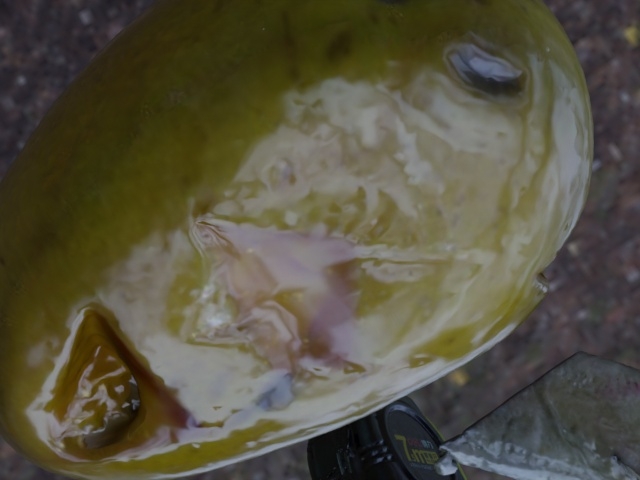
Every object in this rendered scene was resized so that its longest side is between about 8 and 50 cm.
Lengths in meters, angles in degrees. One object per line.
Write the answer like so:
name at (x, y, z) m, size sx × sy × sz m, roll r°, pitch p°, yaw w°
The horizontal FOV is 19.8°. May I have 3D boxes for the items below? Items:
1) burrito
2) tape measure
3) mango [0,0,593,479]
burrito at (0.291, 0.191, 1.754) m, size 0.347 × 0.175 × 0.107 m, roll 13°, pitch 135°, yaw 4°
tape measure at (0.072, 0.245, 1.878) m, size 0.112 × 0.186 × 0.199 m, roll -35°, pitch 153°, yaw 23°
mango at (-0.029, -0.008, 0.943) m, size 0.365 × 0.182 × 0.253 m, roll -37°, pitch 118°, yaw 18°
